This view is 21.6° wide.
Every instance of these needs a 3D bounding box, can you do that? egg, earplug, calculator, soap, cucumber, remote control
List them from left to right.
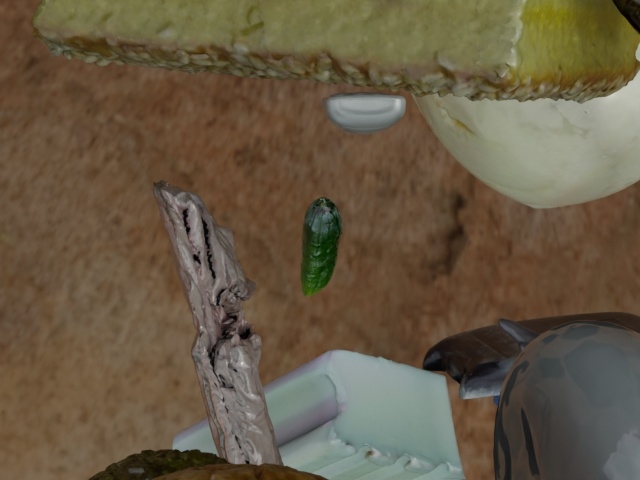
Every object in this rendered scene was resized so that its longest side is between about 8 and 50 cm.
[{"bbox_3d":[-0.023,0.244,1.834,0.208,0.115,0.347,18,145,-36],"label":"soap"},{"bbox_3d":[0.000,0.000,1.588,0.039,0.039,0.168,9,146,1],"label":"cucumber"},{"bbox_3d":[0.026,-0.085,1.110,0.050,0.184,0.027,0,95,-1],"label":"remote control"},{"bbox_3d":[0.096,0.196,0.712,0.175,0.214,0.325,18,77,-4],"label":"earplug"},{"bbox_3d":[0.253,0.118,1.794,0.268,0.177,0.040,-7,102,-15],"label":"calculator"},{"bbox_3d":[0.262,-0.187,1.708,0.345,0.283,0.283,-28,113,-24],"label":"egg"}]

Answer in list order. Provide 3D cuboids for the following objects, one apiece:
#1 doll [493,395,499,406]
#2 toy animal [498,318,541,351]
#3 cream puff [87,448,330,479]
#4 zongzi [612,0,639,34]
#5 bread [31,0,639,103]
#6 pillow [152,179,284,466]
[{"bbox_3d":[0.261,0.177,1.808,0.206,0.110,0.067,22,133,9],"label":"doll"},{"bbox_3d":[0.315,0.159,1.396,0.206,0.367,0.081,14,103,-28],"label":"toy animal"},{"bbox_3d":[-0.060,0.153,0.640,0.183,0.169,0.183,-14,118,-28],"label":"cream puff"},{"bbox_3d":[0.149,-0.083,0.650,0.073,0.083,0.067,49,123,29],"label":"zongzi"},{"bbox_3d":[0.015,-0.122,0.741,0.234,0.184,0.110,8,98,26],"label":"bread"},{"bbox_3d":[-0.065,0.076,1.215,0.049,0.135,0.248,-15,84,3],"label":"pillow"}]
